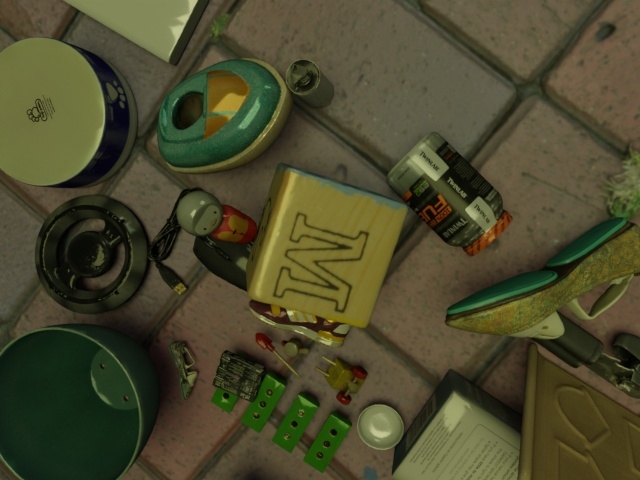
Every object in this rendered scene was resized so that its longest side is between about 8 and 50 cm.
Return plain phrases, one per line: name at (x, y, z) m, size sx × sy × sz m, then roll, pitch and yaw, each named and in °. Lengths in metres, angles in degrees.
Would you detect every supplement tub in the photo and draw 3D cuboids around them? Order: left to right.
supplement tub at (0.208, -0.072, 0.858) m, size 0.190 × 0.117 × 0.117 m, roll 45°, pitch 101°, yaw 5°

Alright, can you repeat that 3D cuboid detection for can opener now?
can opener at (0.432, 0.158, 0.873) m, size 0.283 × 0.076 × 0.095 m, roll 36°, pitch 68°, yaw 6°

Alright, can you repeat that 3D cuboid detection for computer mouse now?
computer mouse at (-0.202, 0.043, 0.974) m, size 0.262 × 0.060 × 0.184 m, roll 39°, pitch 100°, yaw 5°

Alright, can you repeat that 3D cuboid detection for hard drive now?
hard drive at (-0.349, -0.485, 0.964) m, size 0.307 × 0.040 × 0.203 m, roll 32°, pitch 100°, yaw 6°

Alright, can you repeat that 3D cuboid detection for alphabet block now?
alphabet block at (0.000, 0.000, 0.845) m, size 0.193 × 0.192 × 0.197 m, roll 17°, pitch 97°, yaw -10°

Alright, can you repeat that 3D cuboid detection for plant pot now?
plant pot at (-0.410, 0.276, 0.964) m, size 0.290 × 0.195 × 0.290 m, roll 1°, pitch 96°, yaw 10°

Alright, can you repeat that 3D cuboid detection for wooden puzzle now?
wooden puzzle at (0.422, 0.352, 0.770) m, size 0.348 × 0.322 × 0.080 m, roll 36°, pitch 123°, yaw 4°

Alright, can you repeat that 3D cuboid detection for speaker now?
speaker at (-0.015, -0.255, 0.873) m, size 0.055 × 0.136 × 0.055 m, roll 1°, pitch 96°, yaw 11°

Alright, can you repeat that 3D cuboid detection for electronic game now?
electronic game at (-0.441, 0.027, 1.023) m, size 0.229 × 0.048 × 0.229 m, roll 0°, pitch 88°, yaw 6°

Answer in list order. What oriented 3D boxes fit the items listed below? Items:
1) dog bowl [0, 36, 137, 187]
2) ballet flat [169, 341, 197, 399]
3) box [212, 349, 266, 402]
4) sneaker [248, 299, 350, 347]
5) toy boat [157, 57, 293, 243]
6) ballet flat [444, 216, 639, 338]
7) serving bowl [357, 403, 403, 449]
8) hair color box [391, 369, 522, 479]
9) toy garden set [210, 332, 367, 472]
dog bowl at (-0.484, -0.229, 0.980) m, size 0.264 × 0.104 × 0.265 m, roll 1°, pitch 95°, yaw 11°
ballet flat at (-0.257, 0.247, 1.015) m, size 0.041 × 0.041 × 0.114 m, roll -13°, pitch 93°, yaw 11°
box at (-0.146, 0.244, 0.956) m, size 0.083 × 0.018 × 0.067 m, roll 20°, pitch 100°, yaw 10°
sneaker at (-0.034, 0.122, 0.949) m, size 0.185 × 0.069 × 0.084 m, roll 20°, pitch 96°, yaw 0°
toy boat at (-0.167, -0.151, 0.853) m, size 0.267 × 0.148 × 0.318 m, roll -16°, pitch 70°, yaw 27°
ballet flat at (0.354, 0.081, 0.798) m, size 0.348 × 0.123 × 0.123 m, roll -25°, pitch 90°, yaw -15°
serving bowl at (0.109, 0.332, 0.958) m, size 0.083 × 0.027 × 0.083 m, roll 1°, pitch 94°, yaw 10°
hair color box at (0.327, 0.407, 0.881) m, size 0.374 × 0.113 × 0.185 m, roll 33°, pitch 100°, yaw 7°
toy garden set at (-0.048, 0.270, 0.974) m, size 0.244 × 0.049 × 0.204 m, roll 30°, pitch 101°, yaw 7°
